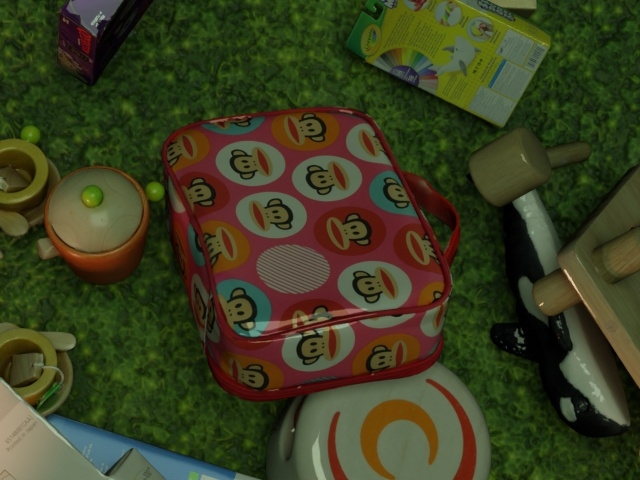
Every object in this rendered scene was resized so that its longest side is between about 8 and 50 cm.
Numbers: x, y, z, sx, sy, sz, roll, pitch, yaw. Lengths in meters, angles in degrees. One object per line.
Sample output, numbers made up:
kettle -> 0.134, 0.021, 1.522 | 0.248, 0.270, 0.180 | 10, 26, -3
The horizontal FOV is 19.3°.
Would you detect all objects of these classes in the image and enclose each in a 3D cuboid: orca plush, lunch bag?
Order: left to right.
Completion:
lunch bag -> 0.000, 0.000, 1.730 | 0.258, 0.120, 0.293 | -10, 47, -12
orca plush -> 0.200, 0.067, 1.829 | 0.102, 0.151, 0.287 | -26, 90, 20

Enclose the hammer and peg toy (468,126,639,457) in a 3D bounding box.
hammer and peg toy -> 0.308, 0.022, 1.772 | 0.127, 0.266, 0.361 | -31, 94, 33

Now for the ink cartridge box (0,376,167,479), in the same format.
ink cartridge box -> -0.259, 0.283, 1.657 | 0.261, 0.066, 0.296 | 45, 116, -3

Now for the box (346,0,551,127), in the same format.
box -> 0.124, -0.196, 1.853 | 0.179, 0.043, 0.105 | 25, 119, -7

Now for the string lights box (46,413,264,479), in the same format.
string lights box -> -0.193, 0.249, 1.750 | 0.259, 0.077, 0.133 | 19, 80, -6

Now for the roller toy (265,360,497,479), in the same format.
roller toy -> 0.050, 0.202, 1.761 | 0.191, 0.146, 0.209 | -17, 81, -21

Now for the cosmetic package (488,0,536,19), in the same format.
cosmetic package -> 0.158, -0.257, 1.892 | 0.115, 0.041, 0.060 | 0, 82, -9

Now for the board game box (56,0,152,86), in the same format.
board game box -> -0.131, -0.313, 1.768 | 0.056, 0.208, 0.347 | 35, 79, -7

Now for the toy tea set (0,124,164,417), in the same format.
toy tea set -> -0.289, 0.040, 1.693 | 0.200, 0.124, 0.336 | 22, 66, 10
